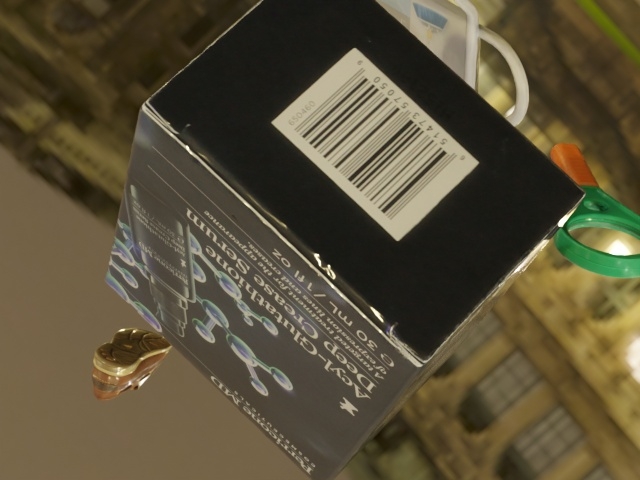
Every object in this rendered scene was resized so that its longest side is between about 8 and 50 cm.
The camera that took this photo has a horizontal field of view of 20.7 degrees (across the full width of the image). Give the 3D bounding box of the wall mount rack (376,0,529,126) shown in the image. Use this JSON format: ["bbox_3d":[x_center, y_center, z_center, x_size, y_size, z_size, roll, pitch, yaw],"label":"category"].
[{"bbox_3d":[0.065,-0.245,1.860,0.350,0.130,0.304,37,141,40],"label":"wall mount rack"}]

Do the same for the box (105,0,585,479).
[{"bbox_3d":[0.000,0.000,1.500,0.293,0.212,0.395,43,157,7],"label":"box"}]

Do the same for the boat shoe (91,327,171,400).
[{"bbox_3d":[-0.241,0.154,2.195,0.064,0.060,0.178,22,-164,13],"label":"boat shoe"}]

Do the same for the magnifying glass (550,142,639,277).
[{"bbox_3d":[0.240,-0.029,1.548,0.092,0.026,0.231,4,-152,-7],"label":"magnifying glass"}]
